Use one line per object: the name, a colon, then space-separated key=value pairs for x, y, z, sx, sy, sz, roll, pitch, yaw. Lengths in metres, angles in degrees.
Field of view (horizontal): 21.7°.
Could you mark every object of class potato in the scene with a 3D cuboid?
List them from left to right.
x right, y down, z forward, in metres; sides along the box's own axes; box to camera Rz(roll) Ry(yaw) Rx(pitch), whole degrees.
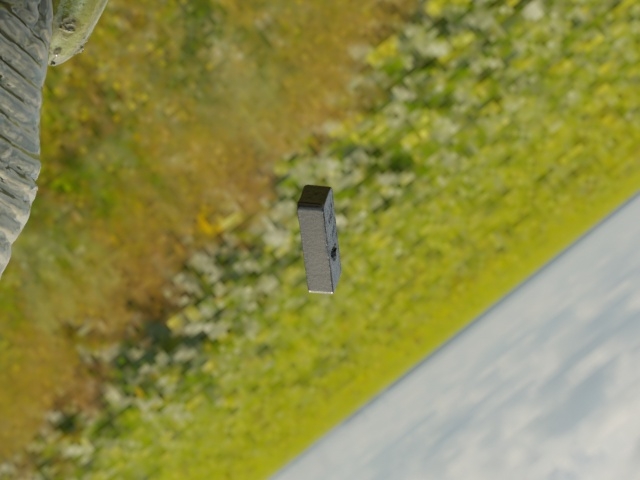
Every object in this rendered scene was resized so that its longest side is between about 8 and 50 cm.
potato: x=-0.245 y=-0.254 z=1.619 sx=0.085 sy=0.105 sz=0.188 roll=15 pitch=114 yaw=-28

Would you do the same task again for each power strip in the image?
power strip: x=0.000 y=0.000 z=1.557 sx=0.038 sy=0.029 sz=0.111 roll=-69 pitch=159 yaw=-47

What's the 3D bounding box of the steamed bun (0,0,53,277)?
steamed bun: x=-0.331 y=-0.069 z=1.063 sx=0.309 sy=0.219 sz=0.324 roll=-23 pitch=122 yaw=-64
